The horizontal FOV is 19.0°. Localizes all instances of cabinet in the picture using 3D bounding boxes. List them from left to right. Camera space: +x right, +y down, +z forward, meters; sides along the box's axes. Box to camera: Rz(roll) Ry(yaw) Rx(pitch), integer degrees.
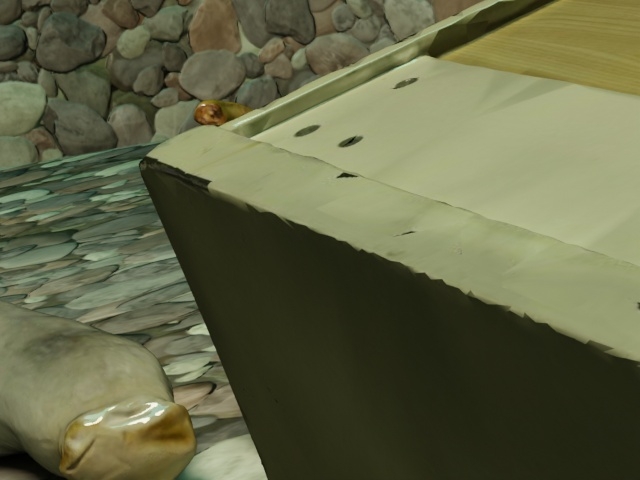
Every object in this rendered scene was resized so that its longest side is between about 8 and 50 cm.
[{"bbox_3d":[0.175,0.029,0.489,0.318,0.227,0.290,-28,20,-19],"label":"cabinet"}]

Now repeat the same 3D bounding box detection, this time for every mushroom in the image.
[{"bbox_3d":[-0.176,0.088,1.162,0.109,0.097,0.351,-20,15,-32],"label":"mushroom"}]

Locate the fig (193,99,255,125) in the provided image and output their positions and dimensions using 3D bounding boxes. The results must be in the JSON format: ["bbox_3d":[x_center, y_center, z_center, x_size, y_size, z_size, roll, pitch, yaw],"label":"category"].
[{"bbox_3d":[0.003,0.002,1.096,0.175,0.207,0.175,-22,6,3],"label":"fig"}]
